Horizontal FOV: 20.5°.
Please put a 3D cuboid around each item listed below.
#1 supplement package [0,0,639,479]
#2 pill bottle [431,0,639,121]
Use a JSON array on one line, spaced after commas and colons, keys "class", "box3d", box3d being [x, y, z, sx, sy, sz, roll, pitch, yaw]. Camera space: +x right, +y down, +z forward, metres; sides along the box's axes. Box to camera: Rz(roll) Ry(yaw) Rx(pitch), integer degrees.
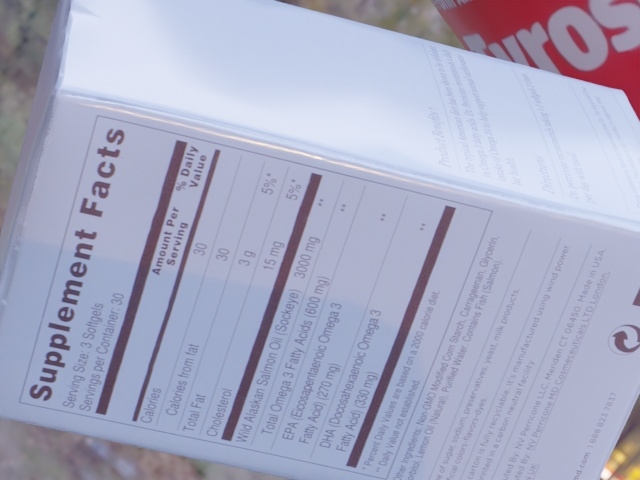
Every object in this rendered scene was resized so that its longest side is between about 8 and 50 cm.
[{"class": "supplement package", "box3d": [0.000, 0.000, 0.517, 0.179, 0.105, 0.105, 14, 27, -11]}, {"class": "pill bottle", "box3d": [0.136, -0.186, 0.811, 0.407, 0.229, 0.229, 53, -1, -9]}]
